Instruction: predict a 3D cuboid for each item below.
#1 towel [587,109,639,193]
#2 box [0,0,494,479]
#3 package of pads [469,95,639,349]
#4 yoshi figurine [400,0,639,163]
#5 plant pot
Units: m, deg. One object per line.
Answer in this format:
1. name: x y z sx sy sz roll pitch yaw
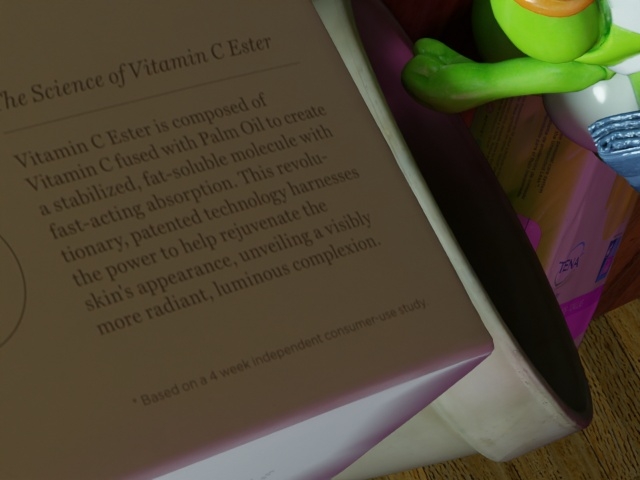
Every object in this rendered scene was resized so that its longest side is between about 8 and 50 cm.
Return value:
1. towel: 0.214 -0.051 1.181 0.067 0.029 0.119 -9 158 27
2. box: -0.135 -0.051 0.668 0.215 0.345 0.168 -17 163 -35
3. package of pads: 0.174 -0.040 1.491 0.229 0.101 0.296 -10 121 -66
4. yoshi figurine: 0.145 -0.161 1.192 0.203 0.203 0.362 -11 156 10
5. plant pot: -0.022 0.034 1.257 0.280 0.323 0.323 -28 166 11
